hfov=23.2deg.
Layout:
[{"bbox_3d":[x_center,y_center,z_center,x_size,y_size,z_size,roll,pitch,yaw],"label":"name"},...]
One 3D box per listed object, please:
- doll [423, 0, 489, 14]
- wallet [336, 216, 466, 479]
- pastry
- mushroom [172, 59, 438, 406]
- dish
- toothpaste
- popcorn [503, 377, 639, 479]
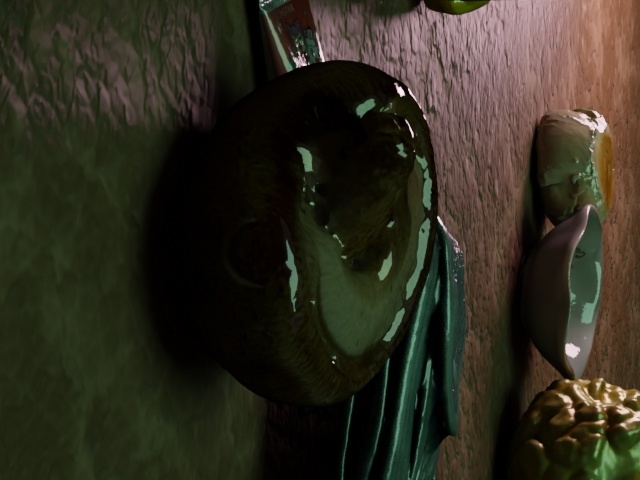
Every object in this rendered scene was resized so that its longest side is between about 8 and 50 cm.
[{"bbox_3d":[0.117,-0.267,1.443,0.113,0.071,0.135,54,29,-34],"label":"doll"},{"bbox_3d":[0.078,0.102,1.233,0.342,0.075,0.237,30,68,-80],"label":"wallet"},{"bbox_3d":[0.328,-0.092,2.008,0.166,0.088,0.166,-2,90,-71],"label":"pastry"},{"bbox_3d":[-0.013,-0.004,0.988,0.231,0.138,0.194,-49,150,-46],"label":"mushroom"},{"bbox_3d":[0.292,0.064,1.933,0.229,0.081,0.229,6,90,-71],"label":"dish"},{"bbox_3d":[-0.008,-0.070,1.109,0.089,0.057,0.234,-46,127,-64],"label":"toothpaste"},{"bbox_3d":[0.319,0.273,1.858,0.235,0.181,0.217,-13,117,-57],"label":"popcorn"}]
